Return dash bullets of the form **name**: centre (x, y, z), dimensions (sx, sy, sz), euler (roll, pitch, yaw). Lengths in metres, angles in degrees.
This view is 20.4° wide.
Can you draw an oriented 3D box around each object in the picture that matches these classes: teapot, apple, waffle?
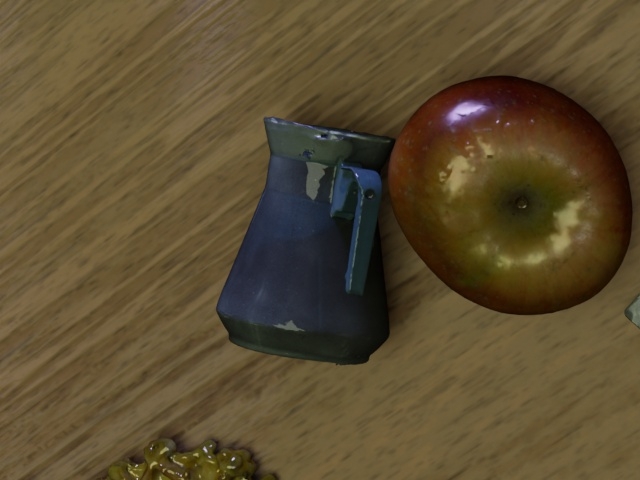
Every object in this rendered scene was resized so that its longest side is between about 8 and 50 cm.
- **teapot**: centre (0.000, 0.000, 1.722), dimensions (0.171, 0.203, 0.225), euler (6, 96, -23)
- **apple**: centre (0.177, -0.043, 1.660), dimensions (0.210, 0.173, 0.235), euler (-27, 101, 3)
- **waffle**: centre (-0.142, 0.333, 1.888), dimensions (0.253, 0.056, 0.249), euler (-29, 88, 18)

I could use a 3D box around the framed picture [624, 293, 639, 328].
- **framed picture**: centre (0.452, 0.042, 1.666), dimensions (0.216, 0.016, 0.273), euler (43, 109, 7)
